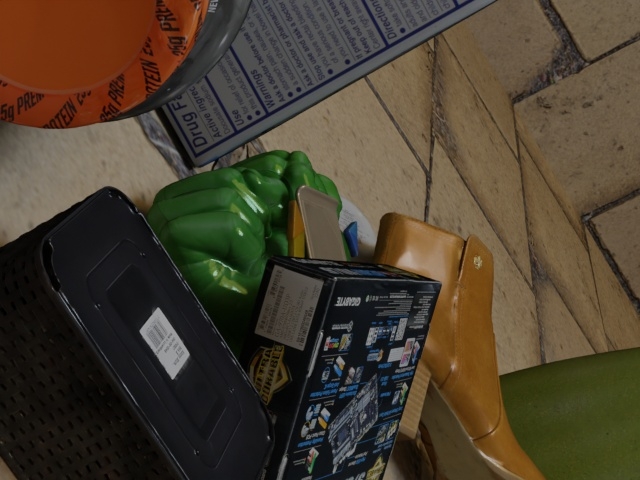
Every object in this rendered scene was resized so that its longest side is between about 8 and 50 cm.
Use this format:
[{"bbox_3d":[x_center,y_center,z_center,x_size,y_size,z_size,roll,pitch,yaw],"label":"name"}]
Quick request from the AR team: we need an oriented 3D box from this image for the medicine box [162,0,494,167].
[{"bbox_3d":[-0.031,-0.247,0.960,0.263,0.289,0.149,61,20,-5],"label":"medicine box"}]

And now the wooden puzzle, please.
[{"bbox_3d":[0.000,0.000,0.864,0.116,0.014,0.078,32,50,-59],"label":"wooden puzzle"}]

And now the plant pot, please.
[{"bbox_3d":[0.325,0.225,1.236,0.275,0.293,0.275,51,22,-30],"label":"plant pot"}]

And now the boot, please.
[{"bbox_3d":[0.141,0.115,1.079,0.295,0.104,0.211,36,58,-36],"label":"boot"}]

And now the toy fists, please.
[{"bbox_3d":[-0.042,0.004,0.898,0.142,0.096,0.279,62,21,-1],"label":"toy fists"}]

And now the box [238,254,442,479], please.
[{"bbox_3d":[0.007,0.102,0.807,0.220,0.051,0.175,5,102,-67],"label":"box"}]

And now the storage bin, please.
[{"bbox_3d":[-0.113,0.076,0.641,0.180,0.084,0.122,59,20,-12],"label":"storage bin"}]

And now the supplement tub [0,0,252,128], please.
[{"bbox_3d":[-0.133,-0.199,0.725,0.207,0.207,0.338,55,15,-19],"label":"supplement tub"}]

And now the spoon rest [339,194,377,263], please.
[{"bbox_3d":[0.045,0.033,1.137,0.276,0.084,0.137,29,35,-36],"label":"spoon rest"}]
